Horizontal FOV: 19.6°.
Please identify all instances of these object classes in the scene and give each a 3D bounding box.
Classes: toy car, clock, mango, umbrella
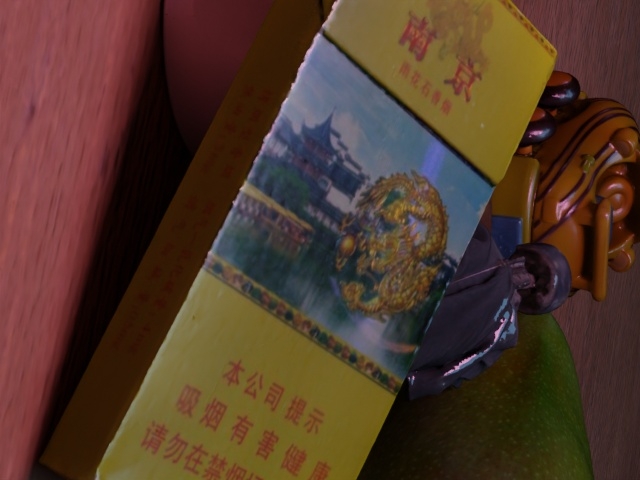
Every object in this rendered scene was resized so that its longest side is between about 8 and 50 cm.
[{"bbox_3d":[0.236,-0.038,1.695,0.248,0.142,0.200,-53,146,-53],"label":"toy car"},{"bbox_3d":[-0.019,-0.131,1.035,0.197,0.068,0.197,7,90,-71],"label":"clock"},{"bbox_3d":[0.100,0.201,1.281,0.225,0.201,0.382,104,5,-54],"label":"mango"},{"bbox_3d":[0.050,0.035,1.162,0.349,0.094,0.143,-9,128,-53],"label":"umbrella"}]

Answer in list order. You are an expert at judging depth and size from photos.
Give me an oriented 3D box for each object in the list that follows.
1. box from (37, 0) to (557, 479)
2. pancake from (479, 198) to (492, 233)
[{"bbox_3d":[0.000,0.000,0.962,0.187,0.047,0.335,36,76,-47],"label":"box"},{"bbox_3d":[0.084,-0.050,1.396,0.294,0.049,0.294,6,90,-70],"label":"pancake"}]
